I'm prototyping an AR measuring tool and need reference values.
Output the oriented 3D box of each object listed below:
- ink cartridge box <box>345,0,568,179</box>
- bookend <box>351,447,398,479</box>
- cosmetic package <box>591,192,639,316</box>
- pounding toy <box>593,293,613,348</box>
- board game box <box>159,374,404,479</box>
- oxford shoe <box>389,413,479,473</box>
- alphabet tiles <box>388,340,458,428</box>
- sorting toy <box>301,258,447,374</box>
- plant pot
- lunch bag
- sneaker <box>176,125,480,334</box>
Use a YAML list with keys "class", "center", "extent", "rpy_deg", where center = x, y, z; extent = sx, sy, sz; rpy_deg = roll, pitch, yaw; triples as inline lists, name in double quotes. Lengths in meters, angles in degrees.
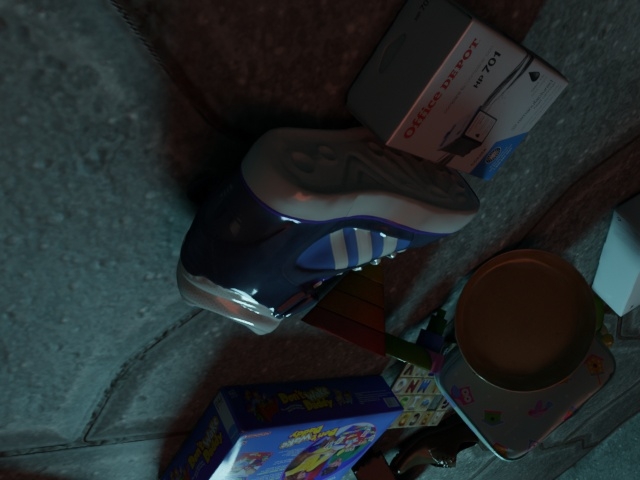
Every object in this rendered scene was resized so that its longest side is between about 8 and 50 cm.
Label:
- class: "ink cartridge box"
  center: [0.142, -0.152, 0.645]
  extent: [0.191, 0.082, 0.139]
  rpy_deg: [8, 126, -45]
- class: "bookend"
  center: [0.116, 0.506, 1.355]
  extent: [0.072, 0.156, 0.157]
  rpy_deg: [-30, -172, -7]
- class: "cosmetic package"
  center: [0.727, -0.040, 1.228]
  extent: [0.377, 0.097, 0.284]
  rpy_deg: [-30, 147, -7]
- class: "pounding toy"
  center: [0.582, 0.230, 1.401]
  extent: [0.183, 0.110, 0.237]
  rpy_deg: [-38, 144, 4]
- class: "board game box"
  center: [-0.056, 0.334, 1.036]
  extent: [0.347, 0.078, 0.233]
  rpy_deg: [8, 126, -43]
- class: "oxford shoe"
  center: [0.266, 0.486, 1.451]
  extent: [0.227, 0.096, 0.083]
  rpy_deg: [-23, 144, -14]
- class: "alphabet tiles"
  center: [0.208, 0.277, 1.203]
  extent: [0.237, 0.009, 0.198]
  rpy_deg: [15, 108, -47]
- class: "sorting toy"
  center: [0.113, 0.110, 0.929]
  extent: [0.365, 0.127, 0.126]
  rpy_deg: [30, 81, -54]
- class: "plant pot"
  center: [0.334, 0.130, 1.039]
  extent: [0.236, 0.236, 0.032]
  rpy_deg: [-35, -177, 0]
- class: "lunch bag"
  center: [0.355, 0.224, 1.117]
  extent: [0.279, 0.224, 0.108]
  rpy_deg: [-41, 168, -2]
- class: "sneaker"
  center: [0.000, 0.000, 0.683]
  extent: [0.323, 0.130, 0.236]
  rpy_deg: [-2, 142, -44]
